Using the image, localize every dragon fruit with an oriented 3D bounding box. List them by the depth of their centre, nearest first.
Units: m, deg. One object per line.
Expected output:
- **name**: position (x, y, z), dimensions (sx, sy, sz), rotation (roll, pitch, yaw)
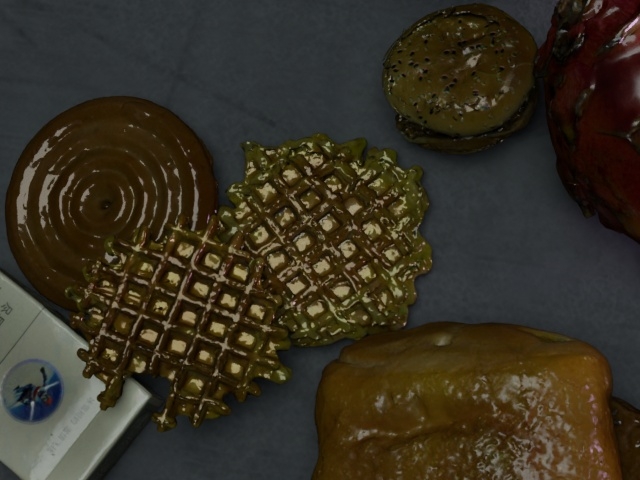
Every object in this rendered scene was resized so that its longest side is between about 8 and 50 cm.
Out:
- **dragon fruit**: position (0.353, -0.123, 1.691), dimensions (0.250, 0.250, 0.315), rotation (-23, 77, 2)

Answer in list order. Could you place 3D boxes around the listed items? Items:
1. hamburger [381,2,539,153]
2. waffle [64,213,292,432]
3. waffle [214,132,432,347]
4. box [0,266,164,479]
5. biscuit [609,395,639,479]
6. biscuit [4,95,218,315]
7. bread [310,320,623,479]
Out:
- **hamburger**: position (0.149, -0.183, 1.782), dimensions (0.177, 0.113, 0.185), rotation (-45, 67, 2)
- **waffle**: position (-0.155, 0.088, 1.751), dimensions (0.229, 0.051, 0.231), rotation (-21, 80, -2)
- **waffle**: position (0.000, 0.000, 1.812), dimensions (0.254, 0.052, 0.245), rotation (4, 80, 6)
- **box**: position (-0.326, 0.162, 1.813), dimensions (0.256, 0.069, 0.164), rotation (38, 86, 12)
- **biscuit**: position (0.279, 0.289, 1.670), dimensions (0.273, 0.049, 0.257), rotation (26, 98, 32)
- **biscuit**: position (-0.242, -0.042, 1.836), dimensions (0.262, 0.037, 0.262), rotation (-3, 80, 16)
- **bread**: position (0.143, 0.247, 1.647), dimensions (0.328, 0.148, 0.337), rotation (-3, 80, 33)
